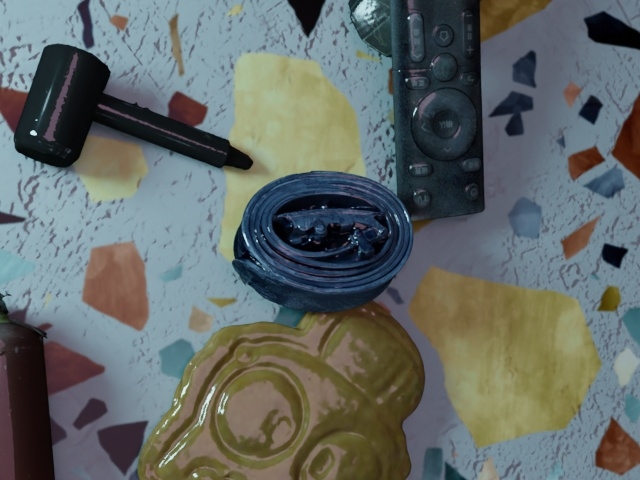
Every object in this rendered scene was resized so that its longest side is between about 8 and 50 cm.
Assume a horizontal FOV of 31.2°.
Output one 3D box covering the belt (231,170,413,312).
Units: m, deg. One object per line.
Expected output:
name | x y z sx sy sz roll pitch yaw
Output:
belt | 0.000 0.000 1.217 0.190 0.082 0.141 2 65 -12

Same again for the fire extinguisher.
fire extinguisher | -0.311 0.165 1.119 0.104 0.105 0.269 -4 85 -15

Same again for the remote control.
remote control | 0.127 -0.212 1.253 0.107 0.044 0.378 -6 102 -14

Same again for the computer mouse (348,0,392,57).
computer mouse | 0.129 -0.299 1.304 0.231 0.071 0.126 -42 95 -16

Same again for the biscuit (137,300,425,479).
biscuit | -0.040 0.220 1.213 0.269 0.051 0.376 40 76 -5

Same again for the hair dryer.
hair dryer | -0.192 -0.107 1.213 0.248 0.070 0.114 21 78 -20
